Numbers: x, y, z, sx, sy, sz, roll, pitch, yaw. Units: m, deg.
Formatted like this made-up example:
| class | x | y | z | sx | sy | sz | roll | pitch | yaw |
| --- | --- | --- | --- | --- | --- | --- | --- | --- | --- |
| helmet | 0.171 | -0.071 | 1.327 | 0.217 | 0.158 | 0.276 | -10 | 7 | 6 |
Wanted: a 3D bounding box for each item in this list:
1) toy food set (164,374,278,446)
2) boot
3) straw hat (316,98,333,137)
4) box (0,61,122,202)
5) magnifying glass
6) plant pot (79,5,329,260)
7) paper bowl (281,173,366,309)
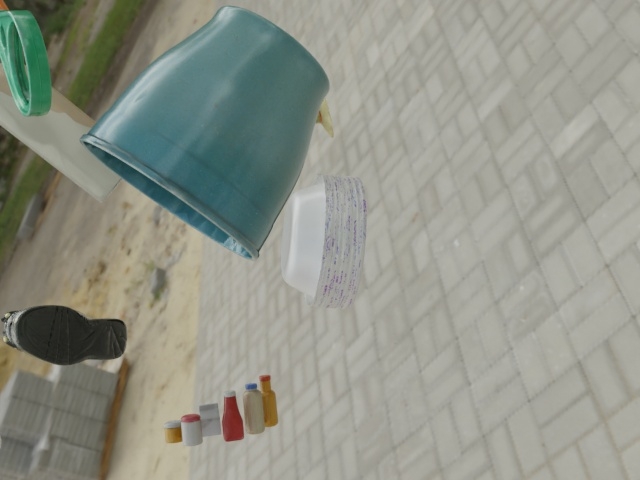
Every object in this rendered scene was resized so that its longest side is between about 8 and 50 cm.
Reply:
| class | x | y | z | sx | sy | sz | roll | pitch | yaw |
| --- | --- | --- | --- | --- | --- | --- | --- | --- | --- |
| toy food set | -0.197 | 0.340 | 1.600 | 0.111 | 0.232 | 0.105 | 177 | 88 | -77 |
| boot | -0.431 | 0.142 | 1.217 | 0.178 | 0.236 | 0.085 | 1 | 81 | 24 |
| straw hat | -0.022 | -0.270 | 1.653 | 0.144 | 0.061 | 0.145 | 163 | 90 | -86 |
| box | -0.529 | -0.219 | 1.607 | 0.121 | 0.311 | 0.148 | -52 | 18 | -7 |
| magnifying glass | -0.299 | -0.198 | 0.761 | 0.231 | 0.026 | 0.092 | 52 | 142 | 39 |
| plant pot | -0.126 | -0.152 | 1.053 | 0.255 | 0.271 | 0.271 | -56 | 24 | -9 |
| paper bowl | 0.000 | 0.000 | 1.690 | 0.284 | 0.148 | 0.284 | -174 | 90 | -81 |
